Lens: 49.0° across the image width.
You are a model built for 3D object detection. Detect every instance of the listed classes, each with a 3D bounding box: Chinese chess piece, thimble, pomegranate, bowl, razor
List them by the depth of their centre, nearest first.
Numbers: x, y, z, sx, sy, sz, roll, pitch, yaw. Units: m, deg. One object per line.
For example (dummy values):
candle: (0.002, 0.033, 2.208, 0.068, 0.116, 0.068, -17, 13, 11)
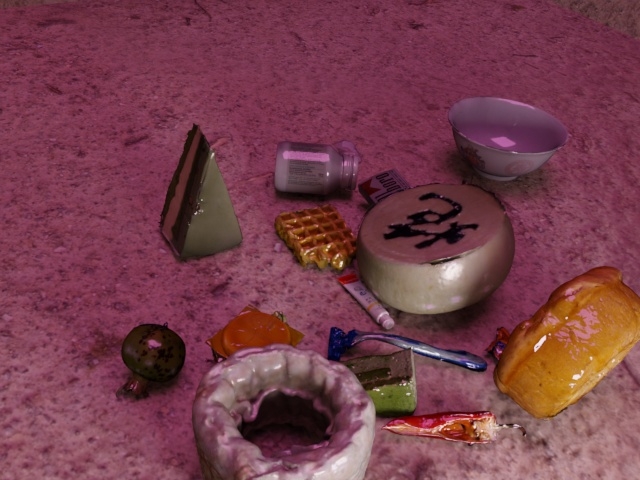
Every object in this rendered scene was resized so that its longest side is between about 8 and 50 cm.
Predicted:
thimble: (-0.060, 0.321, 1.117, 0.291, 0.195, 0.292, 1, 39, -1)
pomegranate: (-0.317, 0.225, 1.293, 0.122, 0.122, 0.162, 25, 78, 23)
razor: (0.178, 0.218, 1.407, 0.323, 0.056, 0.093, 8, 35, 2)
Chinese chess piece: (0.250, 0.007, 1.553, 0.349, 0.147, 0.349, -11, 32, 7)
bowl: (0.524, -0.274, 2.033, 0.345, 0.157, 0.346, 4, 37, -3)

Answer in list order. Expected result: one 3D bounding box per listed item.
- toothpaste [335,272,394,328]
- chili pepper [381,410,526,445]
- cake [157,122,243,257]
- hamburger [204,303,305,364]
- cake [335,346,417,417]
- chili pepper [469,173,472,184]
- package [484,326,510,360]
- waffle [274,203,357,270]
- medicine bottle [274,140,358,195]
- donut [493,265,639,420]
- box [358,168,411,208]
toothpaste: (0.101, 0.129, 1.537, 0.048, 0.031, 0.190, -17, 40, -23)
chili pepper: (0.239, 0.337, 1.266, 0.267, 0.059, 0.050, 0, -1, -4)
cake: (-0.246, -0.117, 1.623, 0.172, 0.284, 0.158, 0, 34, -37)
hamburger: (-0.123, 0.209, 1.341, 0.164, 0.093, 0.189, 34, 46, 29)
cake: (0.066, 0.256, 1.304, 0.235, 0.099, 0.100, 5, 35, -1)
chili pepper: (0.269, -0.094, 1.817, 0.278, 0.065, 0.122, -9, 56, 0)
package: (0.386, 0.218, 1.454, 0.077, 0.033, 0.110, 23, 34, 36)
waffle: (0.000, 0.000, 1.673, 0.160, 0.055, 0.211, -11, 41, -23)
medicine bottle: (-0.011, -0.188, 1.855, 0.215, 0.135, 0.135, 4, 37, -2)
donut: (0.468, 0.193, 1.305, 0.317, 0.299, 0.150, -41, 63, -6)
box: (0.184, -0.109, 1.782, 0.115, 0.036, 0.177, -23, 43, -11)
